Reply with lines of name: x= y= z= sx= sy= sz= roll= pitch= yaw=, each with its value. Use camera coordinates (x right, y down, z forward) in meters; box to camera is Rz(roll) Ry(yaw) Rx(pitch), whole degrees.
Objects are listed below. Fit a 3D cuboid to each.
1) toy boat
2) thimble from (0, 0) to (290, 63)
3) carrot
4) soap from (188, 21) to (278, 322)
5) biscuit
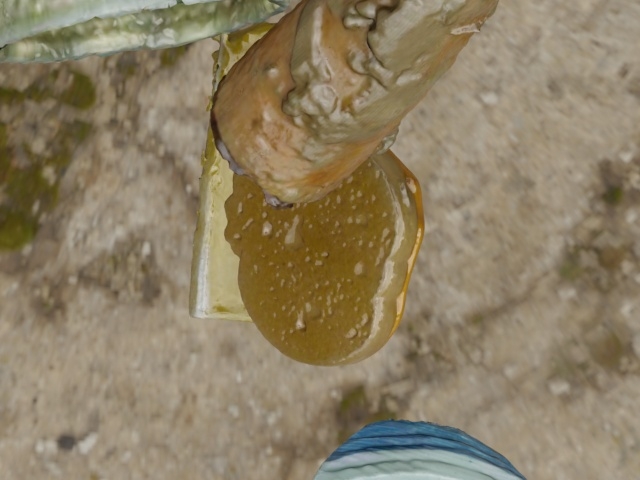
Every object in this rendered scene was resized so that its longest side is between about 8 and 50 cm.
toy boat: x=0.040 y=0.111 z=0.513 sx=0.105 sy=0.149 sz=0.034 roll=28 pitch=121 yaw=-5
thimble: x=-0.169 y=-0.246 z=1.356 sx=0.271 sy=0.271 sz=0.150 roll=-11 pitch=90 yaw=-1
carrot: x=0.038 y=-0.122 z=0.836 sx=0.102 sy=0.102 sz=0.263 roll=33 pitch=134 yaw=-13
soap: x=-0.041 y=-0.077 z=1.755 sx=0.169 sy=0.304 sz=0.338 roll=6 pitch=91 yaw=1
biscuit: x=0.003 y=0.000 z=1.130 sx=0.050 sy=0.170 sz=0.170 roll=-3 pitch=114 yaw=-50
